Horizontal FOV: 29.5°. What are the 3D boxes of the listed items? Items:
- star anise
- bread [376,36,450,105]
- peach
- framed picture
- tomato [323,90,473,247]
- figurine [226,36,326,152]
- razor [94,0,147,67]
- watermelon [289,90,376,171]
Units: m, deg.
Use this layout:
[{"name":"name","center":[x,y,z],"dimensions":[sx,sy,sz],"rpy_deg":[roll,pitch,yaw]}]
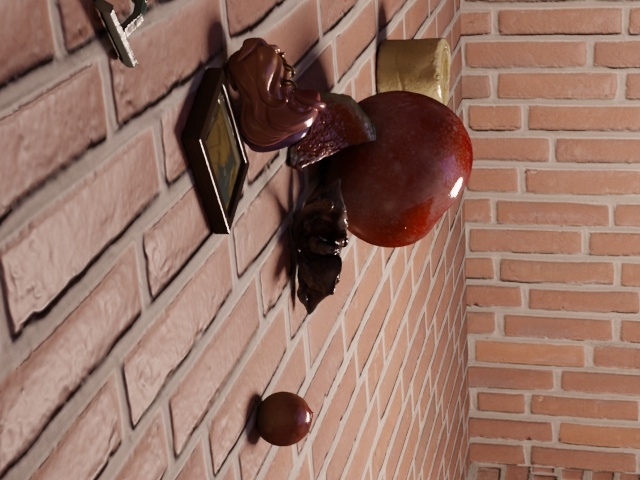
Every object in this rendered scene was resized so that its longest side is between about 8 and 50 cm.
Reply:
[{"name":"star anise","center":[0.000,-0.001,1.902],"dimensions":[0.209,0.089,0.231],"rpy_deg":[-90,179,-53]},{"name":"bread","center":[0.197,-0.350,2.555],"dimensions":[0.134,0.141,0.148],"rpy_deg":[-31,121,-75]},{"name":"peach","center":[-0.052,0.257,1.752],"dimensions":[0.083,0.083,0.083],"rpy_deg":[2,90,-76]},{"name":"framed picture","center":[-0.127,-0.110,1.508],"dimensions":[0.168,0.023,0.128],"rpy_deg":[77,20,-47]},{"name":"tomato","center":[0.119,-0.130,2.062],"dimensions":[0.270,0.227,0.270],"rpy_deg":[-49,-157,28]},{"name":"figurine","center":[-0.063,-0.186,1.581],"dimensions":[0.157,0.126,0.114],"rpy_deg":[75,-9,-51]},{"name":"razor","center":[-0.181,-0.284,1.242],"dimensions":[0.084,0.036,0.211],"rpy_deg":[74,23,-56]},{"name":"watermelon","center":[-0.013,-0.178,1.932],"dimensions":[0.158,0.121,0.098],"rpy_deg":[-28,111,-23]}]
